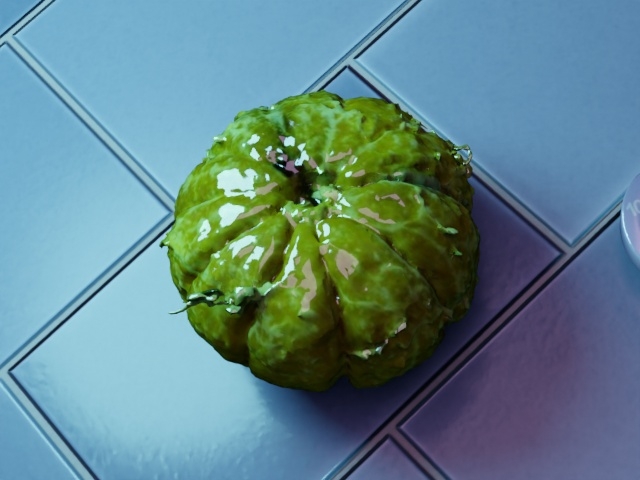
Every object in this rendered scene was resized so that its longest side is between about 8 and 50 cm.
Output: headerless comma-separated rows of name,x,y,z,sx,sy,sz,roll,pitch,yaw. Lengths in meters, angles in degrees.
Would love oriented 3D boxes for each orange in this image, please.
orange,0.000,0.000,1.198,0.300,0.223,0.301,-5,63,-2

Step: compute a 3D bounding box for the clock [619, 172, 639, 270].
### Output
clock,0.391,-0.007,1.200,0.198,0.064,0.172,-23,68,3
